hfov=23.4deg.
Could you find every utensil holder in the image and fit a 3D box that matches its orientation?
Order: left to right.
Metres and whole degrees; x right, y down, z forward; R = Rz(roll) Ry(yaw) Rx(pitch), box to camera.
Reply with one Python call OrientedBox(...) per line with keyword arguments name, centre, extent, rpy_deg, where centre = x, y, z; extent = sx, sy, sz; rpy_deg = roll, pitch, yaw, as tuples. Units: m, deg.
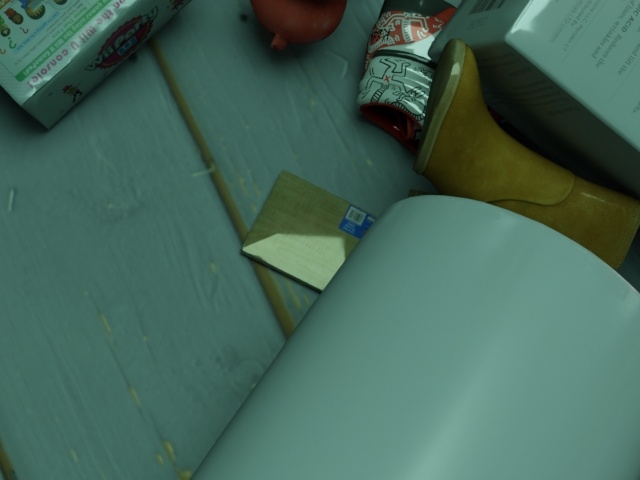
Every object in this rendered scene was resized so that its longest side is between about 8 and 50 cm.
OrientedBox(name="utensil holder", centre=(0.079, 0.202, 1.248), extent=(0.328, 0.327, 0.385), rpy_deg=(34, 65, 3))

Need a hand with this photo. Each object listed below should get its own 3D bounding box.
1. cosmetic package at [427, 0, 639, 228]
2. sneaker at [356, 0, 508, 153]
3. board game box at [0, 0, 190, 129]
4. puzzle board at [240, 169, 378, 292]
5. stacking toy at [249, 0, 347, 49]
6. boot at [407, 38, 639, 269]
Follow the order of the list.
OrientedBox(name="cosmetic package", centre=(0.311, -0.117, 1.407), extent=(0.385, 0.217, 0.156), rpy_deg=(36, 84, -15))
OrientedBox(name="sneaker", centre=(0.168, -0.136, 1.525), extent=(0.270, 0.090, 0.145), rpy_deg=(21, 73, -4))
OrientedBox(name="board game box", centre=(-0.284, -0.292, 1.455), extent=(0.224, 0.097, 0.303), rpy_deg=(-42, 78, -3))
OrientedBox(name="puzzle board", centre=(0.000, 0.000, 1.479), extent=(0.128, 0.011, 0.096), rpy_deg=(27, 65, -1))
OrientedBox(name="stacking toy", centre=(-0.015, -0.345, 1.547), extent=(0.279, 0.130, 0.309), rpy_deg=(40, 50, 11))
OrientedBox(name="boot", centre=(0.189, -0.057, 1.386), extent=(0.211, 0.295, 0.104), rpy_deg=(11, 55, 3))
